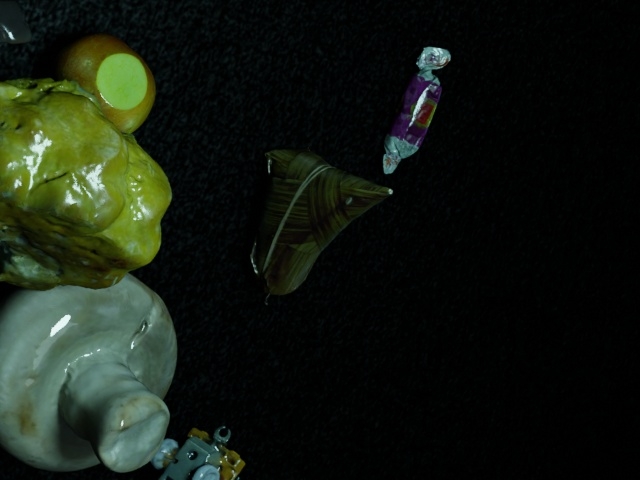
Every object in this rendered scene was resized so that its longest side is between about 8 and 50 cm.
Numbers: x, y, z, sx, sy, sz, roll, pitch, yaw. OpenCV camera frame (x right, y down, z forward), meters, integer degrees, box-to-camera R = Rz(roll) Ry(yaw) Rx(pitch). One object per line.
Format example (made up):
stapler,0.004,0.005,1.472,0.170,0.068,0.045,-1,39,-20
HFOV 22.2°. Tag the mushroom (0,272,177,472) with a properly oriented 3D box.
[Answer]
mushroom,-0.241,0.151,1.737,0.243,0.243,0.244,-19,120,-37

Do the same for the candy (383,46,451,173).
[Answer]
candy,0.120,-0.164,2.065,0.045,0.043,0.175,19,95,-36

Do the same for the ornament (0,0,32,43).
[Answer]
ornament,-0.372,-0.316,1.512,0.251,0.106,0.261,-9,109,-43

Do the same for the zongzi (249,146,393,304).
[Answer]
zongzi,0.000,0.000,1.922,0.084,0.184,0.187,-5,111,-46

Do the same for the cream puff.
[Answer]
cream puff,-0.283,-0.069,1.605,0.282,0.281,0.185,31,58,-46

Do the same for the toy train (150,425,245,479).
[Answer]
toy train,-0.168,0.326,1.981,0.219,0.089,0.127,-55,145,-11

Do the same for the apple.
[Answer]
apple,-0.228,-0.161,1.705,0.102,0.099,0.114,-42,106,-33
